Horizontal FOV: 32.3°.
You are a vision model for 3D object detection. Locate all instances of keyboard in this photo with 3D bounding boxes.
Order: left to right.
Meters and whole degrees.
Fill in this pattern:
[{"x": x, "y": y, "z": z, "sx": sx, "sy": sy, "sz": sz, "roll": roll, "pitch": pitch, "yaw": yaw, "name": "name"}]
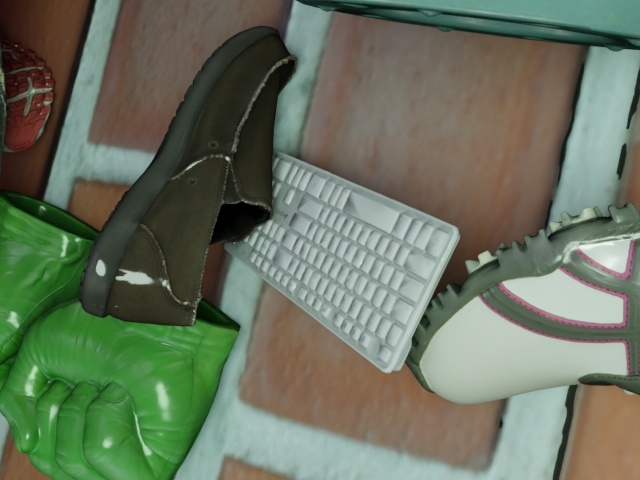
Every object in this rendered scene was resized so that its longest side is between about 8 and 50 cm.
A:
[{"x": 0.000, "y": 0.000, "z": 0.600, "sx": 0.256, "sy": 0.014, "sz": 0.072, "roll": 30, "pitch": 101, "yaw": 65, "name": "keyboard"}]

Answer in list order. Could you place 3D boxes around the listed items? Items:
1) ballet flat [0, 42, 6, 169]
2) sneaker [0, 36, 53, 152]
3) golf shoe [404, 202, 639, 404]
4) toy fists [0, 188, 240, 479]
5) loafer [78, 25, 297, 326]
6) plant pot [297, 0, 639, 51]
[{"x": -0.302, "y": -0.146, "z": 0.755, "sx": 0.182, "sy": 0.164, "sz": 0.483, "roll": 6, "pitch": 91, "yaw": 58, "name": "ballet flat"}, {"x": -0.292, "y": -0.128, "z": 0.916, "sx": 0.225, "sy": 0.088, "sz": 0.093, "roll": 41, "pitch": 125, "yaw": 40, "name": "sneaker"}, {"x": 0.154, "y": 0.037, "z": 0.469, "sx": 0.273, "sy": 0.105, "sz": 0.120, "roll": -26, "pitch": 71, "yaw": 34, "name": "golf shoe"}, {"x": -0.176, "y": 0.070, "z": 0.739, "sx": 0.279, "sy": 0.096, "sz": 0.142, "roll": 27, "pitch": 96, "yaw": 40, "name": "toy fists"}, {"x": -0.062, "y": -0.034, "z": 0.666, "sx": 0.220, "sy": 0.078, "sz": 0.080, "roll": -63, "pitch": -1, "yaw": -26, "name": "loafer"}, {"x": 0.092, "y": -0.208, "z": 0.481, "sx": 0.293, "sy": 0.293, "sz": 0.235, "roll": 15, "pitch": 102, "yaw": 42, "name": "plant pot"}]
